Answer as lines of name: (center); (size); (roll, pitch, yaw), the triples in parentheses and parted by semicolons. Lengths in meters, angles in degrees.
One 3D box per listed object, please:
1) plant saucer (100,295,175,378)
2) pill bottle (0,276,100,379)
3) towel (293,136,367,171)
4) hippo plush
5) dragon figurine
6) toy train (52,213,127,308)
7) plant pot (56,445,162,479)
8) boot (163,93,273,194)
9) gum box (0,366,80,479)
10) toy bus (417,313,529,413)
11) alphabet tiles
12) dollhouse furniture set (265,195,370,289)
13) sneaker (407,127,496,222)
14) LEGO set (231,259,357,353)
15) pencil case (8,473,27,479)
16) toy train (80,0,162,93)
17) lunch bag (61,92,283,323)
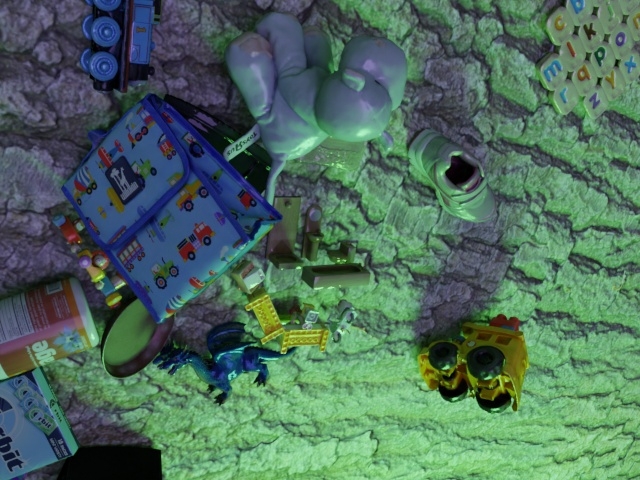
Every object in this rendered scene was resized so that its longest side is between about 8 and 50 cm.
plant saucer: (-0.319, 0.157, 1.180); (0.168, 0.029, 0.168); (-45, 150, -35)
pill bottle: (-0.473, 0.147, 1.084); (0.216, 0.121, 0.121); (-19, 118, -18)
towel: (0.021, -0.185, 1.245); (0.148, 0.027, 0.110); (6, 107, -28)
hippo plush: (-0.005, -0.234, 1.037); (0.234, 0.236, 0.294); (49, 59, -31)
dragon figurine: (-0.162, 0.211, 1.287); (0.289, 0.085, 0.144); (-21, 119, -16)
toy train: (-0.361, 0.030, 1.097); (0.046, 0.125, 0.166); (-33, 129, -15)
plant pot: (-0.400, 0.482, 1.236); (0.167, 0.187, 0.188); (25, 99, -20)
boot: (-0.197, -0.097, 1.132); (0.246, 0.094, 0.207); (30, 93, -38)
gum box: (-0.515, 0.308, 1.120); (0.184, 0.041, 0.157); (-21, 99, 2)
toy bus: (0.355, 0.250, 1.524); (0.211, 0.220, 0.149); (-56, 137, -36)
alphabet tiles: (0.573, -0.406, 1.430); (0.284, 0.021, 0.278); (-45, 123, -3)
dollhouse furniture set: (0.000, 0.000, 1.240); (0.144, 0.151, 0.123); (-2, 111, -27)
sneaker: (0.279, -0.111, 1.354); (0.252, 0.111, 0.103); (38, 91, -33)
LEGO set: (-0.076, 0.123, 1.276); (0.287, 0.107, 0.132); (27, 100, -33)
pencil case: (-0.513, 0.343, 1.180); (0.070, 0.064, 0.152); (28, 98, -7)
toy train: (-0.293, -0.308, 1.008); (0.105, 0.080, 0.184); (-3, 112, -32)
lunch bag: (-0.245, -0.063, 1.051); (0.221, 0.138, 0.293); (-41, 90, 25)
